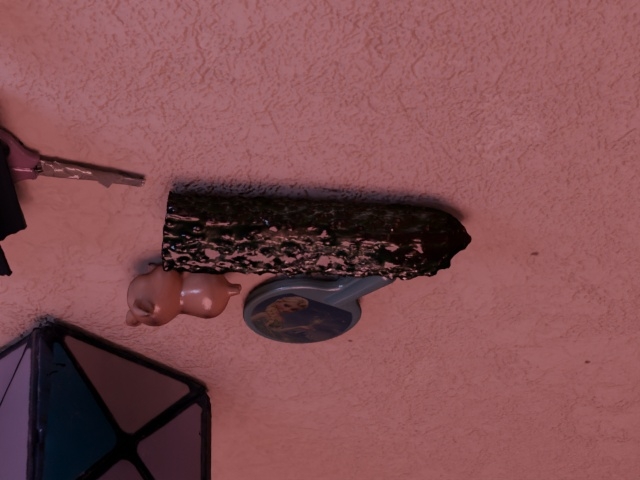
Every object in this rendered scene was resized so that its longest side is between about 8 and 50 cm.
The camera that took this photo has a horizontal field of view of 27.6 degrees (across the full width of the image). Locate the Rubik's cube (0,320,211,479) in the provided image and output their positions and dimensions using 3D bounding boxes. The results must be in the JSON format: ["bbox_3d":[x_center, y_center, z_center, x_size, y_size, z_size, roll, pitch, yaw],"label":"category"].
[{"bbox_3d":[-0.344,0.333,1.754,0.305,0.310,0.307,-28,139,33],"label":"Rubik's cube"}]

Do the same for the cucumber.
[{"bbox_3d":[0.000,0.000,1.489,0.359,0.096,0.096,3,144,-6],"label":"cucumber"}]

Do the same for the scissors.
[{"bbox_3d":[-0.297,-0.077,1.427,0.212,0.021,0.110,10,145,-14],"label":"scissors"}]

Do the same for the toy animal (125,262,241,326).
[{"bbox_3d":[-0.171,0.067,1.585,0.150,0.089,0.083,-12,141,-2],"label":"toy animal"}]

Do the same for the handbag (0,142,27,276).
[{"bbox_3d":[-0.494,-0.036,1.384,0.325,0.118,0.269,4,147,4],"label":"handbag"}]

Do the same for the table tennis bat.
[{"bbox_3d":[0.005,0.077,1.650,0.237,0.038,0.149,-28,137,36],"label":"table tennis bat"}]
